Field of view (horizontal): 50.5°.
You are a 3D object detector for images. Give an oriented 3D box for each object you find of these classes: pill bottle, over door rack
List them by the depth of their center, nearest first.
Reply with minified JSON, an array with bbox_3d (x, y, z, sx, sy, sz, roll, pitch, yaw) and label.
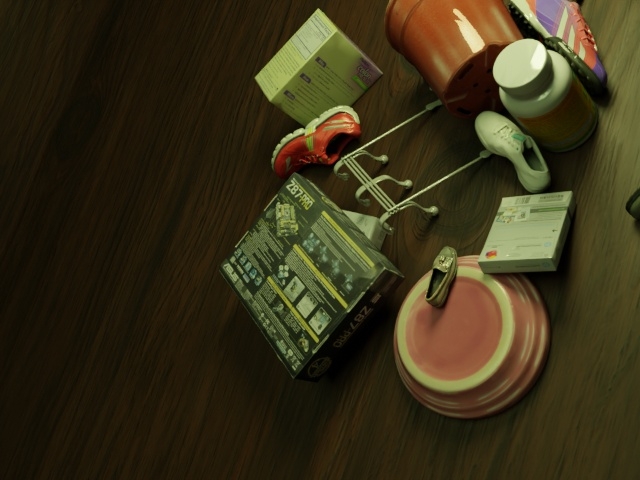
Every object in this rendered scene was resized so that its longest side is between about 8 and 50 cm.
[{"bbox_3d":[0.431,-0.280,1.311,0.136,0.246,0.136,-17,61,33],"label":"pill bottle"},{"bbox_3d":[0.221,-0.179,1.550,0.324,0.108,0.239,-38,50,2],"label":"over door rack"}]

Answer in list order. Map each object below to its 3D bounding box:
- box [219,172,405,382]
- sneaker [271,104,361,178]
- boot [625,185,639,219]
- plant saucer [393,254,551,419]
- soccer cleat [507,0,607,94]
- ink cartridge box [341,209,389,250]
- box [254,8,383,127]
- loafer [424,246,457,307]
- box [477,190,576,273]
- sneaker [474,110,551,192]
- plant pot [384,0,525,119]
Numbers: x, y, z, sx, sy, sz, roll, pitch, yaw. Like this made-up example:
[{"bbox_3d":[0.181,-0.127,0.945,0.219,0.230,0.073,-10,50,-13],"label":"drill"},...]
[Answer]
[{"bbox_3d":[-0.038,0.074,1.560,0.318,0.097,0.395,-53,49,12],"label":"box"},{"bbox_3d":[-0.014,-0.236,1.762,0.279,0.107,0.118,-35,61,26],"label":"sneaker"},{"bbox_3d":[0.660,-0.063,1.142,0.247,0.083,0.161,-33,59,26],"label":"boot"},{"bbox_3d":[0.278,0.181,1.340,0.332,0.084,0.332,-17,61,34],"label":"plant saucer"},{"bbox_3d":[0.516,-0.431,1.414,0.116,0.108,0.318,-32,53,9],"label":"soccer cleat"},{"bbox_3d":[0.000,0.000,1.666,0.333,0.065,0.165,16,82,41],"label":"ink cartridge box"},{"bbox_3d":[-0.004,-0.427,1.759,0.243,0.214,0.117,-43,50,17],"label":"box"},{"bbox_3d":[0.237,0.069,1.340,0.045,0.039,0.125,7,75,42],"label":"loafer"},{"bbox_3d":[0.399,-0.016,1.307,0.145,0.038,0.186,-5,40,38],"label":"box"},{"bbox_3d":[0.394,-0.197,1.372,0.080,0.094,0.212,-36,68,-2],"label":"sneaker"},{"bbox_3d":[0.310,-0.421,1.463,0.272,0.272,0.265,-36,54,22],"label":"plant pot"}]
